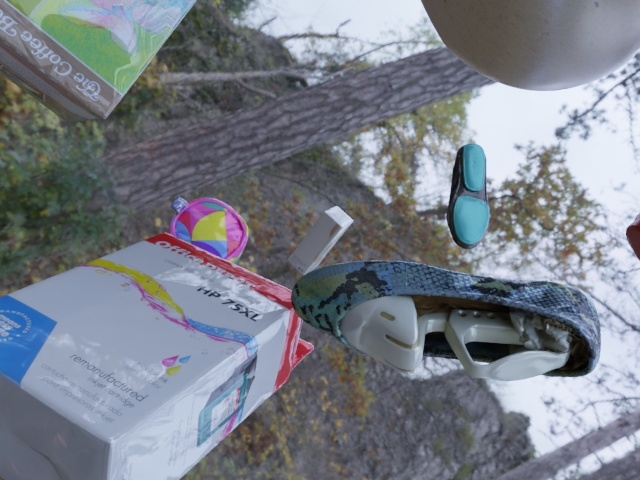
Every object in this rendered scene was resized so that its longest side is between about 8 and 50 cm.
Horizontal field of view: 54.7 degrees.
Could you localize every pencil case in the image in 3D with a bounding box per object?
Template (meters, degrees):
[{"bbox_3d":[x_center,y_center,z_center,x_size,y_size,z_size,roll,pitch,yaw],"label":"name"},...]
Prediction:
[{"bbox_3d":[-0.168,0.027,0.835,0.104,0.104,0.236,63,-24,13],"label":"pencil case"}]

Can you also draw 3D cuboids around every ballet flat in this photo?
[{"bbox_3d":[0.073,0.051,0.369,0.070,0.188,0.070,1,90,-84],"label":"ballet flat"},{"bbox_3d":[0.336,-0.090,1.418,0.096,0.095,0.280,113,-9,-63],"label":"ballet flat"}]

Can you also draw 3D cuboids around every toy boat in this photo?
[{"bbox_3d":[0.165,-0.135,0.337,0.318,0.148,0.267,56,5,7],"label":"toy boat"}]

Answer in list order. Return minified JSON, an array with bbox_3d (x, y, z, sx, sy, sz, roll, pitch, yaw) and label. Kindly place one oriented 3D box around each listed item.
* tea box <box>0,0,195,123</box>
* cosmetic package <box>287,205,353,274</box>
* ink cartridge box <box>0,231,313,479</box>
[{"bbox_3d":[-0.330,-0.369,0.754,0.329,0.323,0.220,38,-13,-31],"label":"tea box"},{"bbox_3d":[0.000,0.000,1.045,0.041,0.115,0.060,43,26,9],"label":"cosmetic package"},{"bbox_3d":[-0.104,0.067,0.412,0.134,0.231,0.078,23,-63,20],"label":"ink cartridge box"}]
